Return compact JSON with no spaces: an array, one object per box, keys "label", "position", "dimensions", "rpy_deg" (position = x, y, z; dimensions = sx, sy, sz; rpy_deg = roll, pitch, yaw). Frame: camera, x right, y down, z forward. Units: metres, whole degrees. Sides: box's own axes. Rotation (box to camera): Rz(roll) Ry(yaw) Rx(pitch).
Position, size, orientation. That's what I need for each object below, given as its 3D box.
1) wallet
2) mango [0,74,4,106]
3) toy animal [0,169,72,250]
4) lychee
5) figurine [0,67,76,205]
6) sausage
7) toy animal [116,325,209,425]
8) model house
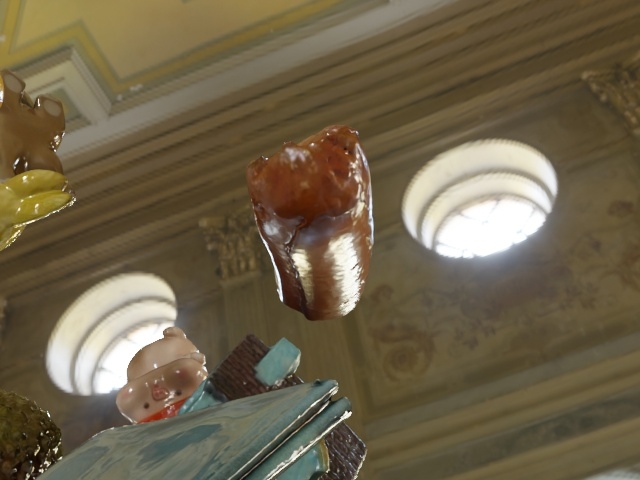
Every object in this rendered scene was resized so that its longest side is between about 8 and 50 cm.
[{"label":"wallet","position":[-0.146,0.183,0.517],"dimensions":[0.290,0.251,0.054],"rpy_deg":[-24,-81,43]},{"label":"mango","position":[-0.453,-0.223,0.972],"dimensions":[0.147,0.109,0.227],"rpy_deg":[0,-35,27]},{"label":"toy animal","position":[-0.266,-0.009,0.651],"dimensions":[0.159,0.070,0.083],"rpy_deg":[-19,-83,-14]},{"label":"lychee","position":[-0.476,0.323,1.153],"dimensions":[0.320,0.270,0.270],"rpy_deg":[36,-62,-26]},{"label":"figurine","position":[-0.493,-0.134,1.321],"dimensions":[0.173,0.247,0.177],"rpy_deg":[-32,-24,27]},{"label":"sausage","position":[0.000,0.000,0.755],"dimensions":[0.102,0.102,0.330],"rpy_deg":[-11,-20,-2]},{"label":"toy animal","position":[-0.258,0.259,1.447],"dimensions":[0.171,0.198,0.171],"rpy_deg":[-11,-55,-16]},{"label":"model house","position":[-0.054,0.284,1.196],"dimensions":[0.280,0.249,0.230],"rpy_deg":[45,-28,-1]}]
